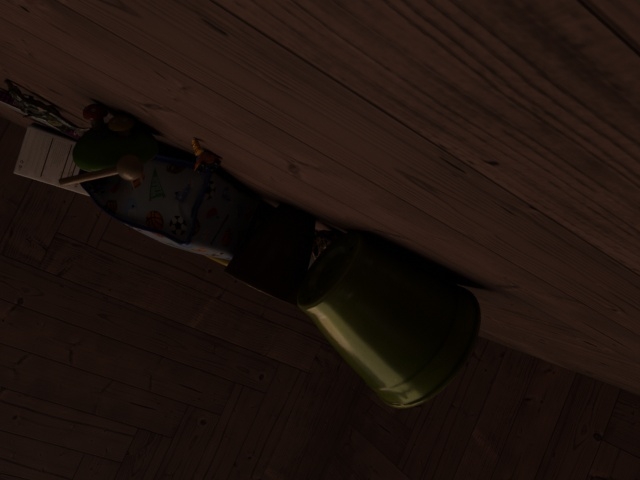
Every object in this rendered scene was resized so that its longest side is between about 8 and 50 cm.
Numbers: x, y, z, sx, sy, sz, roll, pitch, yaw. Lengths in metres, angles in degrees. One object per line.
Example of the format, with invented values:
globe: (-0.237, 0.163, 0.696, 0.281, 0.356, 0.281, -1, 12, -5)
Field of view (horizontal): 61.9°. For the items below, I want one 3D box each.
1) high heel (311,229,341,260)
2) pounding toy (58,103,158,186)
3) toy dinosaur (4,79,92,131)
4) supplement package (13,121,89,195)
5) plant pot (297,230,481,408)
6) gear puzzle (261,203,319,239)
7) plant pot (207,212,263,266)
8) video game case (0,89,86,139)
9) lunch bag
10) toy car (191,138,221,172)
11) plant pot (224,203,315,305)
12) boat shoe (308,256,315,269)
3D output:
high heel: (0.000, 0.000, 1.578, 0.186, 0.093, 0.261, 42, 167, -37)
pounding toy: (-0.455, -0.222, 1.146, 0.183, 0.110, 0.237, -4, -145, -4)
toy dinosaur: (-0.791, -0.369, 1.548, 0.118, 0.064, 0.268, 9, 168, 47)
supplement package: (-0.911, -0.287, 1.922, 0.293, 0.175, 0.177, 18, -172, -27)
plant pot: (0.143, 0.170, 1.346, 0.353, 0.366, 0.366, 39, 170, -18)
gear puzzle: (-0.079, -0.031, 1.744, 0.176, 0.044, 0.339, 22, 174, 27)
plant pot: (-0.249, -0.002, 1.643, 0.187, 0.212, 0.212, 38, -178, 34)
video game case: (-0.940, -0.418, 1.793, 0.232, 0.041, 0.210, 23, 175, 13)
lunch bag: (-0.403, -0.108, 1.442, 0.386, 0.238, 0.328, 14, 173, 21)
toy car: (-0.239, -0.184, 1.116, 0.040, 0.060, 0.122, 67, 162, 12)
plant pot: (-0.109, 0.026, 1.429, 0.215, 0.230, 0.215, 26, 176, 2)
boat shoe: (-0.106, 0.036, 1.799, 0.306, 0.113, 0.105, 35, -170, 18)
